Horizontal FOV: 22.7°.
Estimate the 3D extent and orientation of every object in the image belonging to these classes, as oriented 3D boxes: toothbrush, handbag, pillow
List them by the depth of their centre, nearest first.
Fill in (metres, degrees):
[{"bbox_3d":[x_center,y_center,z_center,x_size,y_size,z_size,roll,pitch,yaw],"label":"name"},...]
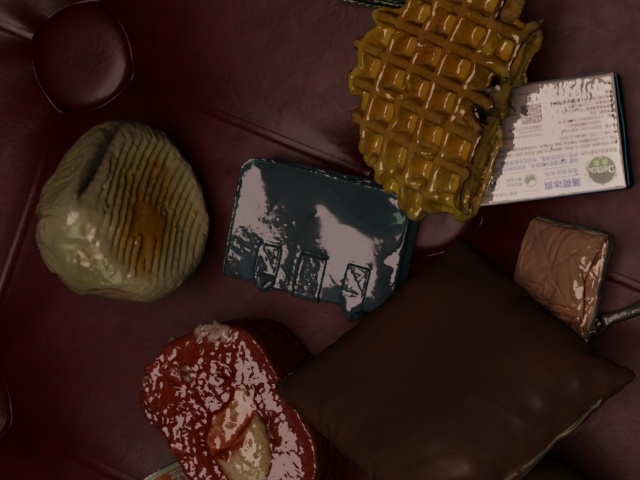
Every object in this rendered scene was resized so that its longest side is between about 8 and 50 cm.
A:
[{"bbox_3d":[0.148,0.162,1.838,0.308,0.108,0.305,-38,52,-11],"label":"pillow"},{"bbox_3d":[0.434,0.058,1.871,0.297,0.030,0.030,-22,81,17],"label":"toothbrush"},{"bbox_3d":[0.274,0.091,1.900,0.126,0.043,0.233,18,101,48],"label":"pillow"},{"bbox_3d":[0.000,0.000,1.992,0.229,0.062,0.179,13,100,16],"label":"handbag"}]

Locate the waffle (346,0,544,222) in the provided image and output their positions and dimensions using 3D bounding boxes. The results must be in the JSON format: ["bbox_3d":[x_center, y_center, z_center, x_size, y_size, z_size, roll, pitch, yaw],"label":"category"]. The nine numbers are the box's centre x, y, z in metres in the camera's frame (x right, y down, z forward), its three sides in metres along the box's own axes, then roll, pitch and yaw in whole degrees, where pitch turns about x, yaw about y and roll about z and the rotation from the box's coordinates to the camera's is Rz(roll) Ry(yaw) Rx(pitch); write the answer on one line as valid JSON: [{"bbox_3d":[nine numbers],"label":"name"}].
[{"bbox_3d":[0.144,-0.178,1.860,0.283,0.065,0.310,-26,74,35],"label":"waffle"}]

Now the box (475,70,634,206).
[{"bbox_3d":[0.264,-0.118,1.892,0.194,0.073,0.139,-7,89,18],"label":"box"}]

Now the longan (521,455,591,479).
[{"bbox_3d":[0.250,0.371,1.844,0.248,0.248,0.248,1,93,17],"label":"longan"}]

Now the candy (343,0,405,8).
[{"bbox_3d":[0.097,-0.377,1.933,0.141,0.078,0.203,17,103,16],"label":"candy"}]

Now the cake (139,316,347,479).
[{"bbox_3d":[-0.086,0.221,1.982,0.177,0.151,0.283,-39,77,19],"label":"cake"}]

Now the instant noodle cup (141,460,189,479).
[{"bbox_3d":[-0.158,0.379,2.020,0.168,0.168,0.185,-34,75,16],"label":"instant noodle cup"}]

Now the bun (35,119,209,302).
[{"bbox_3d":[-0.258,-0.034,1.989,0.153,0.244,0.244,-14,88,36],"label":"bun"}]
